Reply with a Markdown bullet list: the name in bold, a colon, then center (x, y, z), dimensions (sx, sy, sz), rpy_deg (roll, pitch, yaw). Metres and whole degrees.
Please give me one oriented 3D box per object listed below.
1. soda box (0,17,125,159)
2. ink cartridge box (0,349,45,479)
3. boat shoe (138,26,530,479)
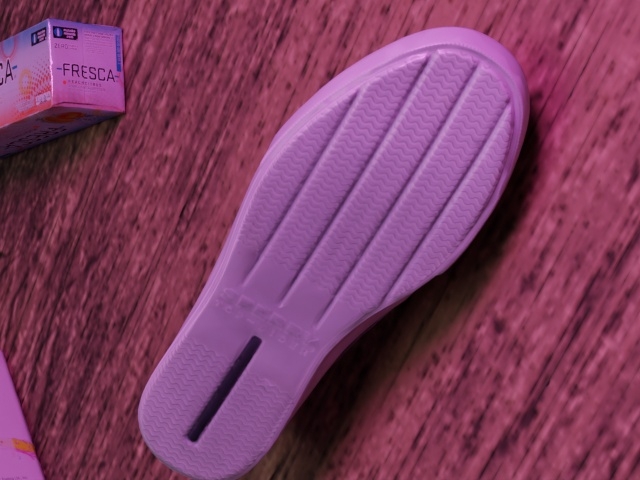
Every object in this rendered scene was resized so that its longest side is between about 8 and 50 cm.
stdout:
- **soda box**: center (-0.207, -0.102, 1.217), dimensions (0.183, 0.058, 0.063), rpy_deg (-12, 79, 51)
- **ink cartridge box**: center (-0.269, 0.166, 1.229), dimensions (0.072, 0.127, 0.175), rpy_deg (-54, 48, 39)
- **boat shoe**: center (0.000, 0.000, 0.911), dimensions (0.302, 0.109, 0.094), rpy_deg (-50, 8, 29)
